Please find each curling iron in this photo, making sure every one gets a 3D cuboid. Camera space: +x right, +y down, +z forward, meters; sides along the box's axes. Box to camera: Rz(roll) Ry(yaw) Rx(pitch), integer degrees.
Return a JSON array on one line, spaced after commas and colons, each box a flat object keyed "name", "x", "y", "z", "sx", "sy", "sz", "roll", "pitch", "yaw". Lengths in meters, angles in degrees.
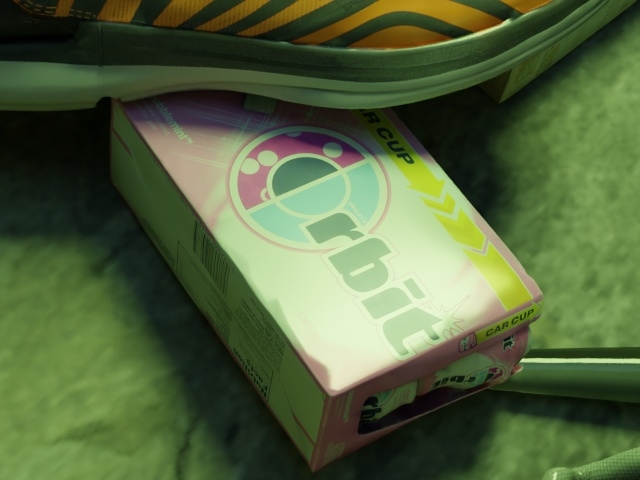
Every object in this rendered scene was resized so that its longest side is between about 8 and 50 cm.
[{"name": "curling iron", "x": 0.207, "y": 0.056, "z": 0.741, "sx": 0.274, "sy": 0.035, "sz": 0.068, "roll": -4, "pitch": 39, "yaw": -9}]

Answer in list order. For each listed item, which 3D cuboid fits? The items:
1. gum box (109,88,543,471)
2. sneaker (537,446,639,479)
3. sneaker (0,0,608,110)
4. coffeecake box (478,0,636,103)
[{"name": "gum box", "x": 0.000, "y": 0.000, "z": 0.701, "sx": 0.107, "sy": 0.062, "sz": 0.188, "roll": -24, "pitch": 60, "yaw": -24}, {"name": "sneaker", "x": 0.176, "y": 0.142, "z": 0.621, "sx": 0.228, "sy": 0.132, "sz": 0.086, "roll": 17, "pitch": 57, "yaw": -1}, {"name": "sneaker", "x": -0.024, "y": -0.154, "z": 0.660, "sx": 0.321, "sy": 0.180, "sz": 0.125, "roll": -8, "pitch": 42, "yaw": -7}, {"name": "coffeecake box", "x": 0.110, "y": -0.179, "z": 0.840, "sx": 0.185, "sy": 0.068, "sz": 0.142, "roll": -37, "pitch": 71, "yaw": -28}]
